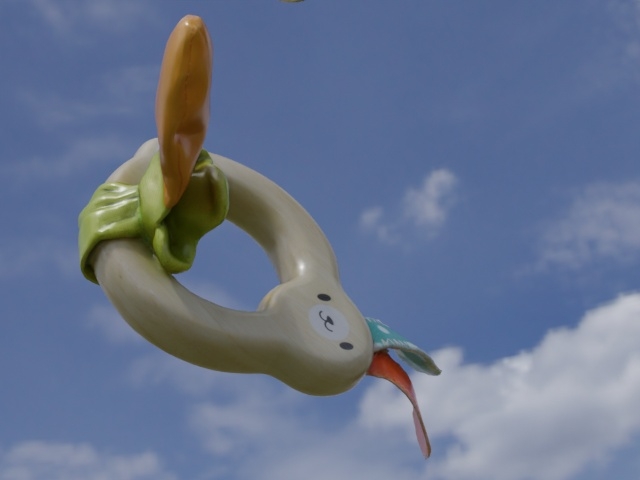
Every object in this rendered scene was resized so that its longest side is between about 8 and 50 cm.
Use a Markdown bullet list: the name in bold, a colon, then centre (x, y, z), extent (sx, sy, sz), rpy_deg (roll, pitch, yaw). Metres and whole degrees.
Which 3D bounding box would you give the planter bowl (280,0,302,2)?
- **planter bowl**: centre (0.019, -0.282, 1.173), extent (0.090, 0.217, 0.217), rpy_deg (-3, -28, -33)

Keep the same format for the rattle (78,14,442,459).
- **rattle**: centre (0.000, 0.000, 0.732), extent (0.200, 0.130, 0.142), rpy_deg (34, -68, 2)
